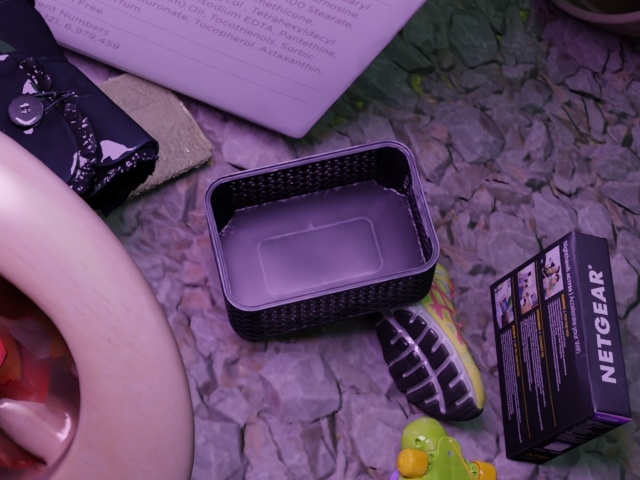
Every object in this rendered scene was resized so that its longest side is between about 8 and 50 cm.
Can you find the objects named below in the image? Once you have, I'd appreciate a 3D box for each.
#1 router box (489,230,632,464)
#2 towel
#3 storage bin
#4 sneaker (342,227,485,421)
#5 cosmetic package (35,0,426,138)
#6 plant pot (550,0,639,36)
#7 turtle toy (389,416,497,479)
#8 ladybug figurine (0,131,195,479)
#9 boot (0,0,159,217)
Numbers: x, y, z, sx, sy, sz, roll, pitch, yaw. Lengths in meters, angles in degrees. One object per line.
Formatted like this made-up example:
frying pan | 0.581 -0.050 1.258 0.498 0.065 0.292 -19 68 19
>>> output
router box | 0.216 0.099 1.312 0.046 0.133 0.179 12 60 -26
towel | -0.169 -0.089 1.237 0.148 0.027 0.110 -32 86 -41
storage bin | 0.000 0.000 1.211 0.180 0.084 0.122 -12 70 -6
sneaker | 0.095 0.063 1.289 0.094 0.081 0.208 -24 80 -41
cosmetic package | -0.052 -0.359 1.202 0.327 0.394 0.329 21 51 -22
plant pot | 0.434 -0.355 1.616 0.280 0.323 0.323 17 56 -44
turtle toy | 0.097 0.210 1.220 0.095 0.066 0.130 15 58 -25
ladybug figurine | -0.278 0.048 0.957 0.449 0.305 0.162 42 12 -9
boot | -0.267 -0.073 1.059 0.246 0.094 0.207 -31 70 -25
